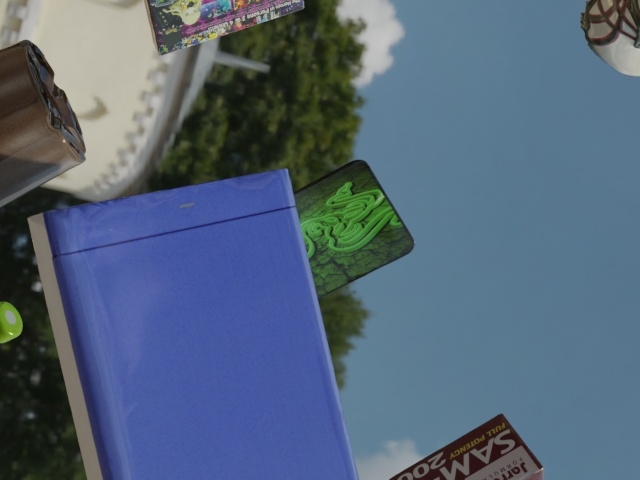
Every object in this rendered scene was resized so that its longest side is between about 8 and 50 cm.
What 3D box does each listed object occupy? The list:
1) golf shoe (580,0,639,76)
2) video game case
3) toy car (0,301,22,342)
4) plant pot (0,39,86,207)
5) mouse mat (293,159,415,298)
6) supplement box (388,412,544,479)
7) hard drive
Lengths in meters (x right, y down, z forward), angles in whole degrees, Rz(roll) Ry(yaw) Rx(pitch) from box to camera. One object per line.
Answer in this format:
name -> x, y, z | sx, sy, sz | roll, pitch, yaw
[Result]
golf shoe -> 0.339, -0.239, 1.251 | 0.273, 0.105, 0.120 | 63, 1, -59
video game case -> -0.141, -0.382, 1.697 | 0.210, 0.232, 0.042 | 83, -18, -50
toy car -> -0.469, 0.188, 1.552 | 0.155, 0.149, 0.188 | -26, -112, 19
plant pot -> -0.318, -0.097, 1.118 | 0.167, 0.165, 0.167 | -23, 90, -88
mouse mat -> 0.000, 0.000, 1.403 | 0.189, 0.153, 0.007 | -29, -146, 9
supplement box -> 0.146, 0.279, 1.176 | 0.073, 0.130, 0.239 | 54, -14, 34
hard drive -> -0.073, 0.120, 0.851 | 0.040, 0.210, 0.319 | -12, -89, 48
